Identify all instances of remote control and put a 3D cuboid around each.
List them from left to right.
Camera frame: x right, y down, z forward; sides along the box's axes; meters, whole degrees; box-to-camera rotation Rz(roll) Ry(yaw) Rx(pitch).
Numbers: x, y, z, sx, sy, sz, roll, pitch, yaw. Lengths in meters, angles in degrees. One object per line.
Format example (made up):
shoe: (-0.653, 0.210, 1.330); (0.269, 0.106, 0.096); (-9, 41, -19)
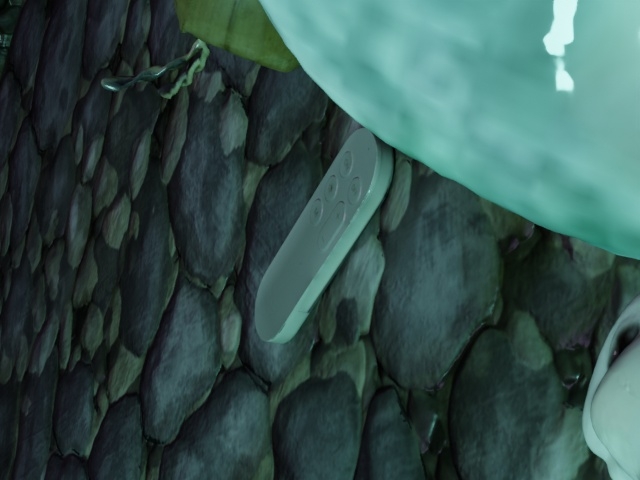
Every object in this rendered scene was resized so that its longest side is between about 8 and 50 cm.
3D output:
remote control: (0.000, 0.000, 1.315); (0.245, 0.022, 0.077); (-57, 32, 36)

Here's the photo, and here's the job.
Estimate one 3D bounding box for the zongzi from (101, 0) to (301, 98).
zongzi: (-0.009, -0.397, 1.395); (0.467, 0.218, 0.500); (-72, -2, -53)

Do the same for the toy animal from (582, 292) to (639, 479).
toy animal: (0.224, 0.124, 0.661); (0.357, 0.194, 0.258); (-100, 22, -51)

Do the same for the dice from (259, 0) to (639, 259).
dice: (0.172, -0.205, 0.574); (0.348, 0.330, 0.328); (29, 135, 28)
